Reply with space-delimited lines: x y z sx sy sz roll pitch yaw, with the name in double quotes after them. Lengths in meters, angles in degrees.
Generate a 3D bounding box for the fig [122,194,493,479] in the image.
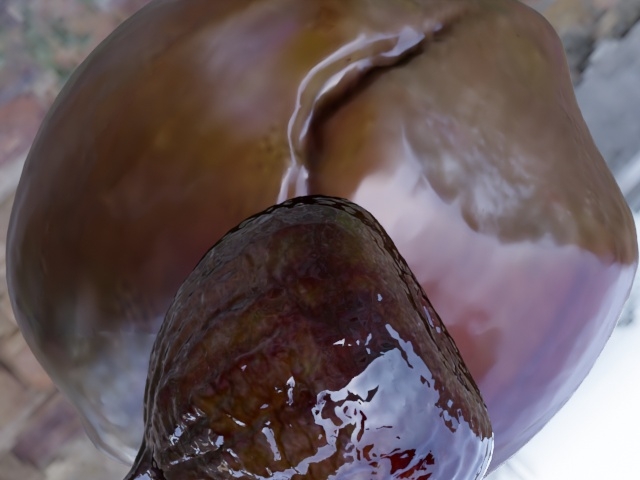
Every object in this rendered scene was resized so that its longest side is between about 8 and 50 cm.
-0.037 0.072 0.788 0.201 0.146 0.134 -24 171 19 "fig"

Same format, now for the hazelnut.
0.000 0.000 1.130 0.372 0.372 0.315 -47 -171 10 "hazelnut"
